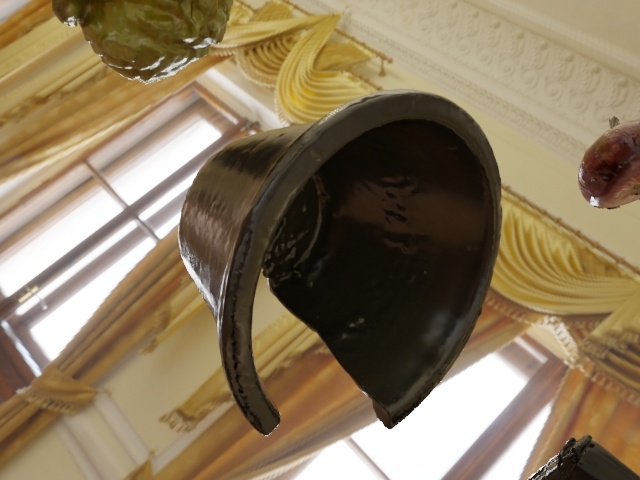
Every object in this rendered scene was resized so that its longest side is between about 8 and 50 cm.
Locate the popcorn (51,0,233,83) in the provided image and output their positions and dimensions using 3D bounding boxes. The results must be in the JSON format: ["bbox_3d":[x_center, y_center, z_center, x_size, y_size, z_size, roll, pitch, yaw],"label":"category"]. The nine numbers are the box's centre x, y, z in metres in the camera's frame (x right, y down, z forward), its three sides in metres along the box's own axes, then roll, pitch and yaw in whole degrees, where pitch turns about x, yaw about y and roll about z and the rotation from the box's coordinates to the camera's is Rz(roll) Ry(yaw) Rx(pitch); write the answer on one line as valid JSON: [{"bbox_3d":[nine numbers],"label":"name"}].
[{"bbox_3d":[-0.266,-0.363,0.881,0.206,0.251,0.237,51,-55,27],"label":"popcorn"}]

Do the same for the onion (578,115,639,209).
[{"bbox_3d":[0.429,-0.126,0.831,0.150,0.150,0.140,72,5,-54],"label":"onion"}]

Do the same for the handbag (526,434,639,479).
[{"bbox_3d":[0.301,0.349,0.593,0.247,0.080,0.223,41,-49,26],"label":"handbag"}]

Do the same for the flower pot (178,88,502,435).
[{"bbox_3d":[0.000,0.000,0.657,0.251,0.379,0.379,26,-27,46],"label":"flower pot"}]
